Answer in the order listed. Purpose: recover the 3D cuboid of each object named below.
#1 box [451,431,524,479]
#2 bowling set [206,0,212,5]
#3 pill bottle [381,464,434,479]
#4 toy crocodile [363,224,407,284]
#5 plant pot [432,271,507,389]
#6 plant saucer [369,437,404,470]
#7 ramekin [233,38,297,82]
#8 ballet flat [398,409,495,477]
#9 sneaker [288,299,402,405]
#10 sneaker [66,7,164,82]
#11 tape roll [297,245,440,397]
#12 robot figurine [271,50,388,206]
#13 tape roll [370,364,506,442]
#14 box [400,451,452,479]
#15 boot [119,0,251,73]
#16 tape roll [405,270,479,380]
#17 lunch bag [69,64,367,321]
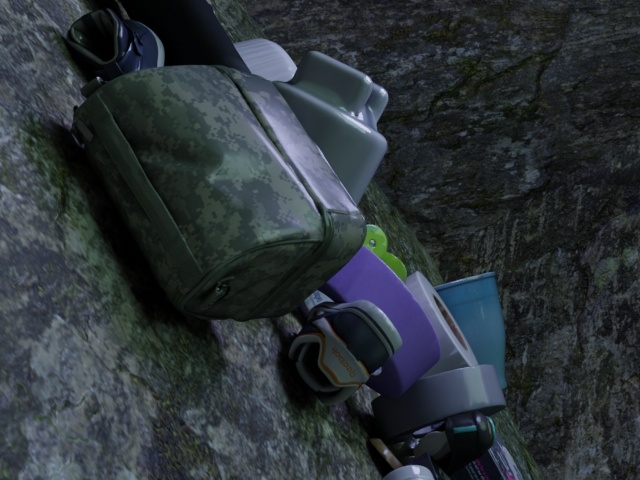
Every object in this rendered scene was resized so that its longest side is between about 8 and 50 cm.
[{"bbox_3d":[0.284,0.438,2.146,0.163,0.142,0.247,62,10,23],"label":"box"},{"bbox_3d":[-0.272,-0.480,2.121,0.287,0.200,0.154,56,10,11],"label":"bowling set"},{"bbox_3d":[0.147,0.414,1.591,0.117,0.117,0.215,50,13,-41],"label":"pill bottle"},{"bbox_3d":[0.000,0.000,1.992,0.340,0.105,0.115,28,-22,-23],"label":"toy crocodile"},{"bbox_3d":[0.287,0.228,2.570,0.271,0.271,0.255,13,61,-77],"label":"plant pot"},{"bbox_3d":[0.110,0.345,1.874,0.083,0.015,0.083,49,-3,3],"label":"plant saucer"},{"bbox_3d":[-0.104,-0.222,2.021,0.273,0.127,0.273,55,-19,29],"label":"ramekin"},{"bbox_3d":[0.185,0.347,1.911,0.280,0.096,0.095,121,-37,-53],"label":"ballet flat"},{"bbox_3d":[0.010,0.166,1.729,0.126,0.127,0.321,49,-16,0],"label":"sneaker"},{"bbox_3d":[-0.295,-0.288,1.680,0.163,0.086,0.226,51,11,-44],"label":"sneaker"},{"bbox_3d":[0.063,0.118,1.851,0.275,0.090,0.275,43,-18,18],"label":"tape roll"},{"bbox_3d":[-0.037,-0.090,1.693,0.199,0.354,0.300,29,3,26],"label":"robot figurine"},{"bbox_3d":[0.198,0.277,1.966,0.219,0.219,0.072,32,40,-69],"label":"tape roll"},{"bbox_3d":[0.266,0.559,1.805,0.395,0.097,0.318,51,9,-32],"label":"box"},{"bbox_3d":[-0.210,-0.371,1.799,0.367,0.146,0.445,101,-28,-53],"label":"boot"},{"bbox_3d":[0.188,0.206,2.329,0.246,0.169,0.246,56,9,-13],"label":"tape roll"},{"bbox_3d":[-0.135,-0.059,1.391,0.256,0.212,0.305,1,52,-59],"label":"lunch bag"}]
